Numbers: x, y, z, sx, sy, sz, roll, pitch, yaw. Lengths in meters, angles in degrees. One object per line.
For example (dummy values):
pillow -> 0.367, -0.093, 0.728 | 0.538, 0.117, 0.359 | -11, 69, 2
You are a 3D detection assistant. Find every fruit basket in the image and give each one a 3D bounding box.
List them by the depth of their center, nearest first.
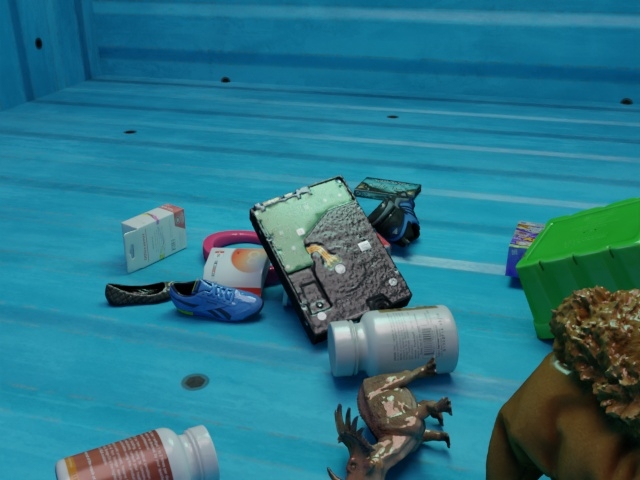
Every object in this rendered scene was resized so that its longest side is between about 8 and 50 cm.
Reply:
fruit basket -> 0.633, 0.103, 1.397 | 0.392, 0.392, 0.283 | 19, 52, 36

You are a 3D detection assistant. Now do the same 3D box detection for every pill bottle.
pill bottle -> -0.263, 0.346, 1.027 | 0.216, 0.121, 0.121 | -13, 27, -24
pill bottle -> 0.133, 0.195, 1.335 | 0.229, 0.131, 0.131 | -4, 25, -8

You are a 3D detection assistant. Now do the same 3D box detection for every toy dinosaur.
toy dinosaur -> 0.105, 0.284, 1.165 | 0.200, 0.127, 0.296 | -7, 19, 2

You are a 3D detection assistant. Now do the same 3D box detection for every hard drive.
hard drive -> 0.016, 0.033, 1.536 | 0.237, 0.064, 0.339 | -21, 65, -19

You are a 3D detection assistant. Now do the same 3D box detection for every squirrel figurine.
squirrel figurine -> 0.413, 0.257, 0.881 | 0.281, 0.397, 0.370 | 2, 16, -6

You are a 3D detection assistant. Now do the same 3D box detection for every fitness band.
fitness band -> -0.173, 0.033, 1.796 | 0.209, 0.054, 0.291 | -22, 31, -34

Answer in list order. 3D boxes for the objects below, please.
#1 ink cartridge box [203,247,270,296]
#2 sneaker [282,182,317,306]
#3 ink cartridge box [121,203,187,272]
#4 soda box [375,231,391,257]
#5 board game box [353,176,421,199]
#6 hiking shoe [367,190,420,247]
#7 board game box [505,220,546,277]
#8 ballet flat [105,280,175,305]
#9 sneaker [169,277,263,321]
ink cartridge box -> -0.202, 0.089, 1.618 | 0.145, 0.045, 0.179 | 1, 39, 11
sneaker -> 0.026, 0.032, 1.650 | 0.182, 0.127, 0.315 | 13, 58, -1
ink cartridge box -> -0.438, -0.007, 1.804 | 0.067, 0.115, 0.198 | 17, 30, 32
soda box -> 0.083, 0.004, 1.809 | 0.092, 0.083, 0.263 | -10, 26, -20
board game box -> 0.212, -0.159, 2.228 | 0.186, 0.026, 0.126 | 9, 26, 20
hiking shoe -> 0.213, -0.048, 1.926 | 0.132, 0.113, 0.304 | 47, 23, 5
board game box -> 0.636, 0.041, 1.691 | 0.347, 0.078, 0.233 | 9, 19, 18
ballet flat -> -0.405, 0.115, 1.618 | 0.173, 0.049, 0.057 | -7, 26, -14
sneaker -> -0.230, 0.124, 1.536 | 0.209, 0.082, 0.069 | 5, 50, 12
